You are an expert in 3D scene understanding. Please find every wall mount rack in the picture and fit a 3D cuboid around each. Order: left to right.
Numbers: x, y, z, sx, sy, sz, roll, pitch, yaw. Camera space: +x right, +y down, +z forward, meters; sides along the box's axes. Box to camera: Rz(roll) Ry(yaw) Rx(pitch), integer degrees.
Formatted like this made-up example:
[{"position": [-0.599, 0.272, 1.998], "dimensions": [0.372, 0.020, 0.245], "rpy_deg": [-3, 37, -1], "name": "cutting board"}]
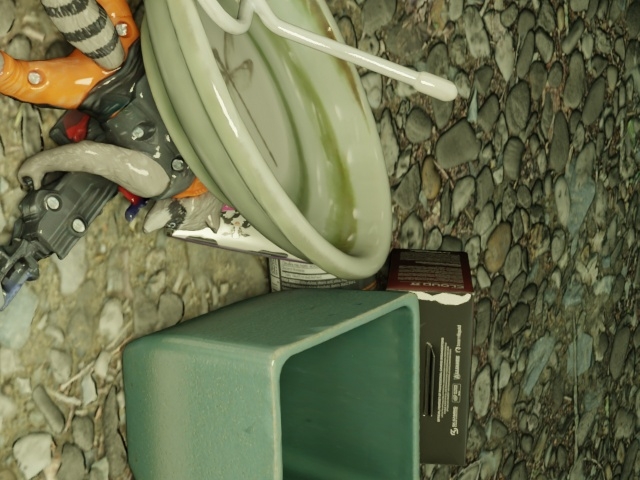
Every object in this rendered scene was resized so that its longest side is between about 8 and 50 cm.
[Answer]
[{"position": [-0.009, -0.266, 1.061], "dimensions": [0.304, 0.130, 0.350], "rpy_deg": [55, 23, -33], "name": "wall mount rack"}]

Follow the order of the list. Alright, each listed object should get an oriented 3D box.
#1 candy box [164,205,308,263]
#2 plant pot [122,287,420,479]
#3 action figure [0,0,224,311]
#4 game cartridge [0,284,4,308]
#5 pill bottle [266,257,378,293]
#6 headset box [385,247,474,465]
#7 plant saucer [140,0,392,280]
[{"position": [-0.065, -0.083, 1.330], "dimensions": [0.165, 0.070, 0.196], "rpy_deg": [11, 87, -14], "name": "candy box"}, {"position": [-0.066, 0.181, 1.303], "dimensions": [0.248, 0.252, 0.247], "rpy_deg": [-18, 111, -51], "name": "plant pot"}, {"position": [-0.204, -0.100, 1.125], "dimensions": [0.330, 0.178, 0.341], "rpy_deg": [46, 57, -37], "name": "action figure"}, {"position": [-0.393, 0.041, 0.974], "dimensions": [0.297, 0.062, 0.198], "rpy_deg": [-28, 124, -42], "name": "game cartridge"}, {"position": [0.000, 0.000, 1.460], "dimensions": [0.130, 0.130, 0.245], "rpy_deg": [-25, 118, -49], "name": "pill bottle"}, {"position": [0.133, 0.143, 1.581], "dimensions": [0.293, 0.110, 0.218], "rpy_deg": [-62, 154, -79], "name": "headset box"}, {"position": [-0.063, -0.140, 1.129], "dimensions": [0.400, 0.100, 0.400], "rpy_deg": [53, 25, -37], "name": "plant saucer"}]
